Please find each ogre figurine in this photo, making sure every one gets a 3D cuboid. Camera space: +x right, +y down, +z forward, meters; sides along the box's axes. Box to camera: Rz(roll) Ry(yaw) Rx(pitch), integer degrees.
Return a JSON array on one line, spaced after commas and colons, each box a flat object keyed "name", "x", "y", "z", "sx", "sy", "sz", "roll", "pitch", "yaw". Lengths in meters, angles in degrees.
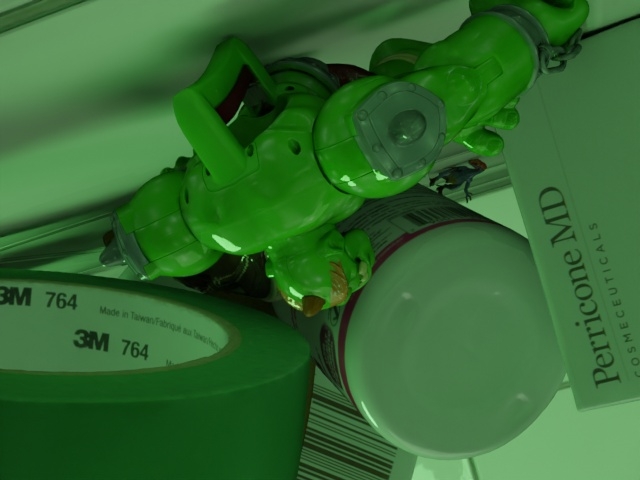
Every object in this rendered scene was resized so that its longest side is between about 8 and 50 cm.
[{"name": "ogre figurine", "x": -0.005, "y": -0.034, "z": 0.423, "sx": 0.197, "sy": 0.097, "sz": 0.118, "roll": -1, "pitch": -156, "yaw": 27}]

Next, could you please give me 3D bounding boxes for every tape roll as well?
[{"name": "tape roll", "x": -0.168, "y": 0.081, "z": 0.657, "sx": 0.321, "sy": 0.077, "sz": 0.321, "roll": 7, "pitch": -172, "yaw": -1}]

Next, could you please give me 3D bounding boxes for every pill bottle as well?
[{"name": "pill bottle", "x": 0.052, "y": 0.036, "z": 0.851, "sx": 0.160, "sy": 0.160, "sz": 0.283, "roll": -16, "pitch": -162, "yaw": -14}]

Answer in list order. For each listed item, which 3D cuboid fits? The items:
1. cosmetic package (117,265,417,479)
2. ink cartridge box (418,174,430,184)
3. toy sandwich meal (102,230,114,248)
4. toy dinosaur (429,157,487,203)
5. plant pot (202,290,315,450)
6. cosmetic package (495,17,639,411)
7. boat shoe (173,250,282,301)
[{"name": "cosmetic package", "x": -0.125, "y": 0.238, "z": 1.239, "sx": 0.327, "sy": 0.329, "sz": 0.393, "roll": 24, "pitch": 157, "yaw": -15}, {"name": "ink cartridge box", "x": 0.076, "y": -0.062, "z": 1.147, "sx": 0.048, "sy": 0.028, "sz": 0.083, "roll": -16, "pitch": 178, "yaw": -24}, {"name": "toy sandwich meal", "x": -0.150, "y": -0.002, "z": 0.993, "sx": 0.085, "sy": 0.029, "sz": 0.085, "roll": -21, "pitch": 179, "yaw": 0}, {"name": "toy dinosaur", "x": 0.174, "y": -0.087, "z": 1.432, "sx": 0.082, "sy": 0.047, "sz": 0.090, "roll": -27, "pitch": -153, "yaw": 27}, {"name": "plant pot", "x": -0.110, "y": 0.154, "z": 0.937, "sx": 0.237, "sy": 0.237, "sz": 0.254, "roll": -18, "pitch": -158, "yaw": 35}, {"name": "cosmetic package", "x": 0.310, "y": -0.054, "z": 0.647, "sx": 0.385, "sy": 0.217, "sz": 0.156, "roll": -19, "pitch": 176, "yaw": 22}, {"name": "boat shoe", "x": -0.076, "y": 0.002, "z": 0.787, "sx": 0.095, "sy": 0.095, "sz": 0.257, "roll": -10, "pitch": 177, "yaw": -11}]
